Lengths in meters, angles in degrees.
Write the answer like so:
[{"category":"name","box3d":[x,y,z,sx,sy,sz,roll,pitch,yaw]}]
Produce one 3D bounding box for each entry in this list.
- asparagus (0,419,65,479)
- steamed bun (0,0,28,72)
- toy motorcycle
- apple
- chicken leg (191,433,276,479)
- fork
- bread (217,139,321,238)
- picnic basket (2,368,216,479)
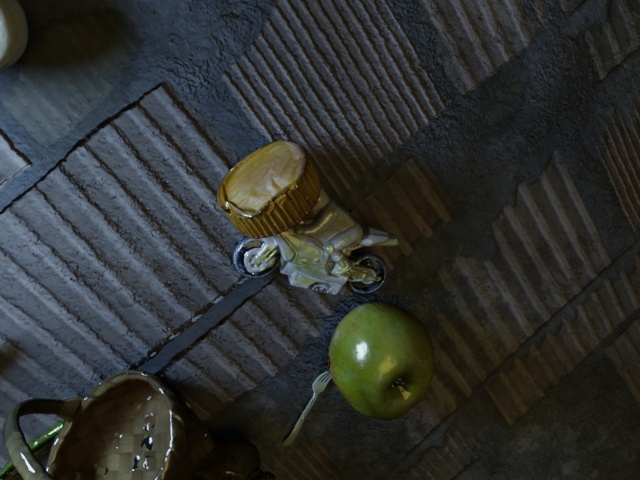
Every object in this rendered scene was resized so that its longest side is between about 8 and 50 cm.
[{"category":"asparagus","box3d":[-0.582,0.426,1.078,0.236,0.027,0.034,-40,104,-7]},{"category":"steamed bun","box3d":[-0.566,-0.332,0.815,0.228,0.131,0.177,-5,117,-21]},{"category":"toy motorcycle","box3d":[0.000,0.000,1.139,0.340,0.108,0.223,12,106,-16]},{"category":"apple","box3d":[0.139,0.269,1.219,0.260,0.194,0.261,-10,114,-23]},{"category":"chicken leg","box3d":[-0.276,0.539,1.109,0.361,0.211,0.140,-37,133,-35]},{"category":"fork","box3d":[-0.030,0.399,1.288,0.034,0.028,0.219,26,98,-33]},{"category":"bread","box3d":[-0.094,-0.094,1.038,0.199,0.199,0.104,-40,133,-7]},{"category":"picnic basket","box3d":[-0.404,0.385,0.964,0.337,0.293,0.337,-28,137,-30]}]
